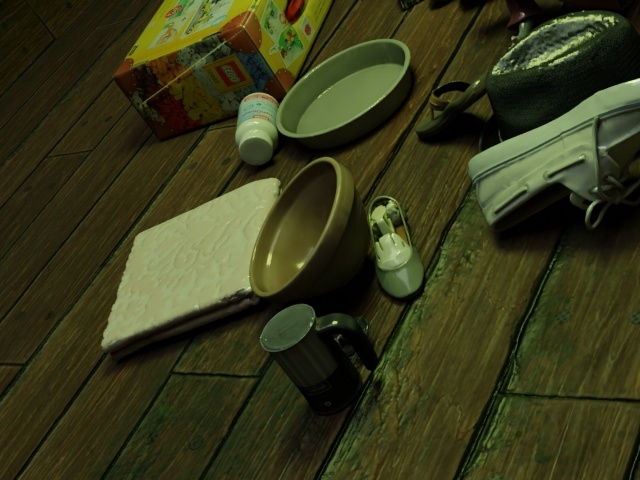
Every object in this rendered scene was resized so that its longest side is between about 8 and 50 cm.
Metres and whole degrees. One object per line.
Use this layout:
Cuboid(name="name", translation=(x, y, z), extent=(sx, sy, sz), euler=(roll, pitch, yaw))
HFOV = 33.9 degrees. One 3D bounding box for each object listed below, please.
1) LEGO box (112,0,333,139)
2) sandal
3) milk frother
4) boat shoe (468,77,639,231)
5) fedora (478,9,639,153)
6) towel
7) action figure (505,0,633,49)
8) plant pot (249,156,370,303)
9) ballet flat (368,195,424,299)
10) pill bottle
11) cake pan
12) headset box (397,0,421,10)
Cuboid(name="LEGO box", translation=(-0.200, -0.497, 2.425), extent=(0.372, 0.193, 0.500), euler=(-14, 37, 31))
Cuboid(name="sandal", translation=(0.215, -0.233, 1.742), extent=(0.090, 0.060, 0.219), euler=(-41, 2, -20))
Cuboid(name="milk frother", translation=(0.001, 0.135, 1.432), extent=(0.129, 0.135, 0.143), euler=(-31, 31, 5))
Cuboid(name="boat shoe", translation=(0.358, -0.091, 1.394), extent=(0.367, 0.136, 0.156), euler=(-24, 70, 39))
Cuboid(name="fedora", translation=(0.371, -0.240, 1.578), extent=(0.334, 0.152, 0.334), euler=(-24, 32, 16))
Cuboid(name="towel", translation=(-0.218, 0.045, 1.842), extent=(0.317, 0.053, 0.332), euler=(-23, 33, 20))
Cuboid(name="action figure", translation=(0.374, -0.495, 1.833), extent=(0.370, 0.248, 0.276), euler=(12, 53, 47))
Cuboid(name="plant pot", translation=(0.000, 0.000, 1.605), extent=(0.237, 0.110, 0.237), euler=(-45, 30, 34))
Cuboid(name="ballet flat", translation=(0.104, 0.005, 1.576), extent=(0.072, 0.068, 0.213), euler=(-27, 32, 12))
Cuboid(name="pill bottle", translation=(-0.124, -0.218, 2.076), extent=(0.087, 0.087, 0.160), euler=(-24, 33, 17))
Cuboid(name="cake pan", translation=(0.051, -0.278, 2.025), extent=(0.293, 0.054, 0.293), euler=(-24, 33, 17))
Cuboid(name="headset box", translation=(0.202, -0.534, 2.254), extent=(0.083, 0.032, 0.062), euler=(-28, 32, 10))
